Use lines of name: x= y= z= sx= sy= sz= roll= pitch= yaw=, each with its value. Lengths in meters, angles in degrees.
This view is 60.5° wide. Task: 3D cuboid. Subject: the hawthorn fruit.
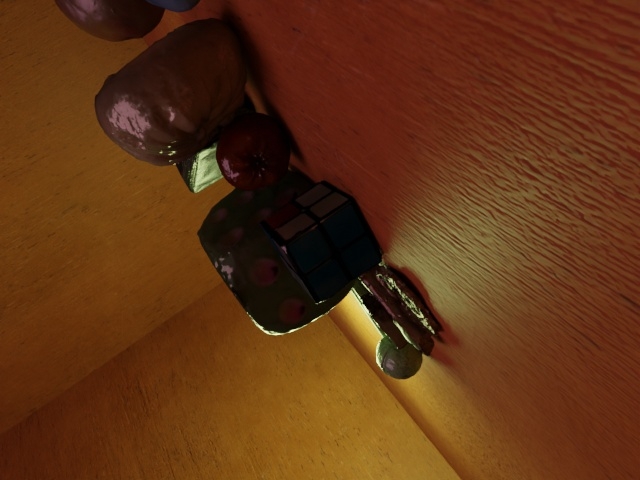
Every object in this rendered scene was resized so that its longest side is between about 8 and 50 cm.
hawthorn fruit: x=-0.165 y=-0.220 z=1.302 sx=0.179 sy=0.179 sz=0.200 roll=62 pitch=179 yaw=-41

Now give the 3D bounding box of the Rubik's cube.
Rubik's cube: x=0.000 y=-0.001 z=1.191 sx=0.167 sy=0.183 sz=0.180 roll=61 pitch=173 yaw=-27

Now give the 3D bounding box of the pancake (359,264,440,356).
pancake: x=0.177 y=0.151 z=1.217 sx=0.212 sy=0.056 sz=0.257 roll=57 pitch=172 yaw=-18

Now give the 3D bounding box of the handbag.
handbag: x=-0.327 y=-0.321 z=1.542 sx=0.240 sy=0.247 sz=0.341 roll=53 pitch=158 yaw=7

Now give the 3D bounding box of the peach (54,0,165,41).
peach: x=-0.499 y=-0.613 z=1.281 sx=0.292 sy=0.292 sz=0.247 roll=55 pitch=-146 yaw=-3

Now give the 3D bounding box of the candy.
candy: x=0.162 y=0.241 z=1.574 sx=0.119 sy=0.119 sz=0.440 roll=59 pitch=177 yaw=-29

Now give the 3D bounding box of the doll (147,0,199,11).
doll: x=-0.299 y=-0.518 z=0.979 sx=0.314 sy=0.141 sz=0.177 roll=54 pitch=176 yaw=32

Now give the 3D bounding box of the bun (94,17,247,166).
bun: x=-0.296 y=-0.298 z=1.166 sx=0.211 sy=0.359 sz=0.359 roll=54 pitch=173 yaw=-13

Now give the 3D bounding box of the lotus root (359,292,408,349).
lotus root: x=0.163 y=0.179 z=1.349 sx=0.144 sy=0.070 sz=0.143 roll=50 pitch=-179 yaw=-39

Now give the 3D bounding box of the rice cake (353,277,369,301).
rice cake: x=0.081 y=0.098 z=1.635 sx=0.207 sy=0.036 sz=0.047 roll=53 pitch=169 yaw=8

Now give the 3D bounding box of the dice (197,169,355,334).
dice: x=-0.113 y=0.025 z=1.458 sx=0.330 sy=0.322 sz=0.318 roll=58 pitch=171 yaw=-31
